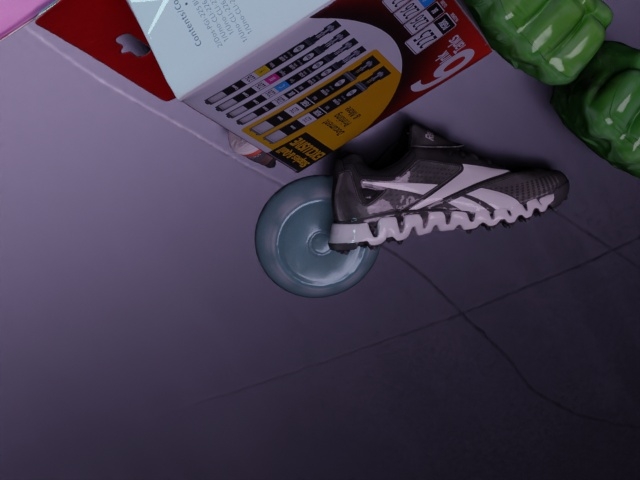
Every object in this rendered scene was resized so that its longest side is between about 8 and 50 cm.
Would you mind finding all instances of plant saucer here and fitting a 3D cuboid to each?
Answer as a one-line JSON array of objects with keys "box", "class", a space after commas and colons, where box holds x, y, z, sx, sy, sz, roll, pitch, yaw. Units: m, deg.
[{"box": [0.000, 0.000, 1.723, 0.119, 0.021, 0.119, -3, 109, -9], "class": "plant saucer"}]

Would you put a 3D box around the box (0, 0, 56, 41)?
[{"box": [-0.272, -0.229, 1.483, 0.213, 0.243, 0.117, -33, 106, 3], "class": "box"}]

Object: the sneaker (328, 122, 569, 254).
[{"box": [0.114, -0.057, 1.693, 0.234, 0.078, 0.106, -10, 95, -14], "class": "sneaker"}]

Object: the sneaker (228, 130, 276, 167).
[{"box": [-0.013, -0.129, 1.670, 0.158, 0.061, 0.065, -44, 137, 6], "class": "sneaker"}]

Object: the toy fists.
[{"box": [0.229, -0.155, 1.646, 0.096, 0.142, 0.279, -44, 110, 6], "class": "toy fists"}]

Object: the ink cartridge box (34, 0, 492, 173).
[{"box": [-0.035, -0.163, 1.477, 0.272, 0.309, 0.130, -32, 75, 10], "class": "ink cartridge box"}]
